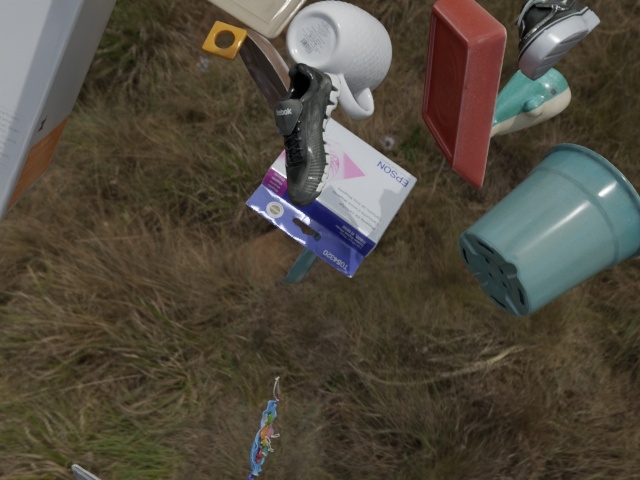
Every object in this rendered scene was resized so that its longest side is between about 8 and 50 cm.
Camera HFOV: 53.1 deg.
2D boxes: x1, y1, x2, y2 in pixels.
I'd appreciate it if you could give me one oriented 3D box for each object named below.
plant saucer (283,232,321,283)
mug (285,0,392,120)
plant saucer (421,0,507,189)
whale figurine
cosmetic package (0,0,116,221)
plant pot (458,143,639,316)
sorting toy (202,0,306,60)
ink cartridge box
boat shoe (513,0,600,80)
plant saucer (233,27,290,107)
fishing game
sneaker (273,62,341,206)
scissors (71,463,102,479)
[{"bbox_3d":[0.000,0.000,1.807,0.044,0.317,0.317,34,79,2],"label":"plant saucer"},{"bbox_3d":[0.060,-0.539,1.940,0.276,0.328,0.374,-23,88,23],"label":"mug"},{"bbox_3d":[0.220,-0.255,1.049,0.048,0.259,0.258,-5,36,-5],"label":"plant saucer"},{"bbox_3d":[0.505,-0.358,1.662,0.272,0.216,0.141,-26,101,1],"label":"whale figurine"},{"bbox_3d":[-0.456,-0.277,0.974,0.161,0.230,0.453,26,114,-15],"label":"cosmetic package"},{"bbox_3d":[0.548,-0.004,1.574,0.334,0.341,0.341,-35,67,-10],"label":"plant pot"},{"bbox_3d":[-0.108,-0.473,1.190,0.196,0.047,0.347,34,79,13],"label":"sorting toy"},{"bbox_3d":[0.036,-0.126,1.613,0.324,0.071,0.330,35,60,-1],"label":"ink cartridge box"},{"bbox_3d":[0.394,-0.373,1.124,0.119,0.335,0.121,47,127,3],"label":"boat shoe"},{"bbox_3d":[-0.144,-0.483,1.848,0.050,0.310,0.310,-36,67,-7],"label":"plant saucer"},{"bbox_3d":[-0.127,0.473,1.540,0.041,0.189,0.264,11,56,8],"label":"fishing game"},{"bbox_3d":[-0.034,-0.171,0.997,0.078,0.106,0.234,-1,74,40],"label":"sneaker"},{"bbox_3d":[-0.096,0.281,0.554,0.109,0.297,0.021,-18,25,10],"label":"scissors"}]
